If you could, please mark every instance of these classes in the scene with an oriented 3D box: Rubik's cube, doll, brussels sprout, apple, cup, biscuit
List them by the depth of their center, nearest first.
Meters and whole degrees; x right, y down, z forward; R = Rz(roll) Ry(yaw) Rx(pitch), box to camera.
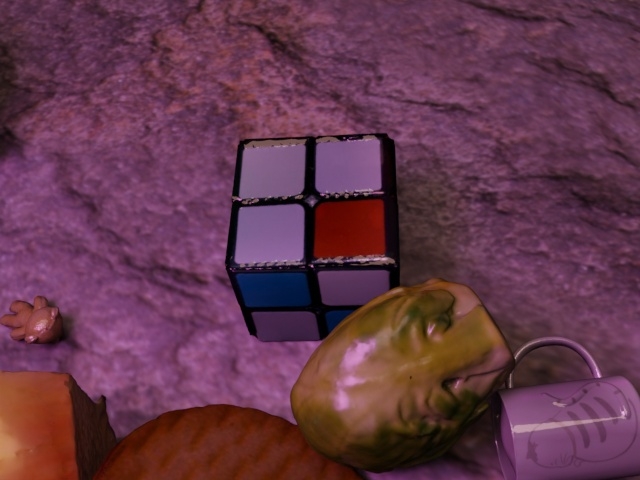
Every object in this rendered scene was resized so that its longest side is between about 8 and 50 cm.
[{"bbox_3d":[-0.056,0.274,0.669,0.318,0.040,0.317,24,30,-15],"label":"biscuit"},{"bbox_3d":[-0.348,0.264,0.728,0.309,0.313,0.252,-11,13,-7],"label":"apple"},{"bbox_3d":[0.071,0.129,0.748,0.223,0.223,0.161,-30,55,-14],"label":"brussels sprout"},{"bbox_3d":[0.239,0.170,0.760,0.133,0.099,0.135,-7,99,1],"label":"cup"},{"bbox_3d":[0.000,0.000,0.878,0.184,0.167,0.180,-1,56,7],"label":"Rubik's cube"},{"bbox_3d":[-0.343,0.092,0.920,0.093,0.051,0.061,22,67,21],"label":"doll"}]
